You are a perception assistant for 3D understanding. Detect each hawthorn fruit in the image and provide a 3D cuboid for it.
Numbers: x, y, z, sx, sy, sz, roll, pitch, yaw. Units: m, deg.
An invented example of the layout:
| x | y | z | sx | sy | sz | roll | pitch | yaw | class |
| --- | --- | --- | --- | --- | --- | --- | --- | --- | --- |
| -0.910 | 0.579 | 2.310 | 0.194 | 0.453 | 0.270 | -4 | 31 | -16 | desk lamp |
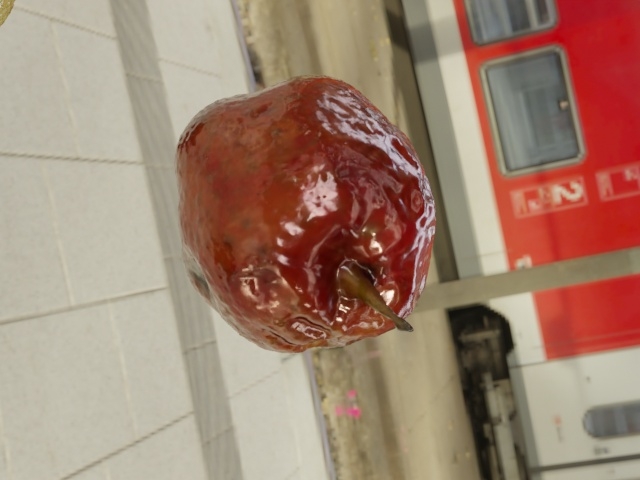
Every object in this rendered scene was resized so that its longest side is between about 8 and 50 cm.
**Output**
| x | y | z | sx | sy | sz | roll | pitch | yaw | class |
| --- | --- | --- | --- | --- | --- | --- | --- | --- | --- |
| 0.000 | 0.000 | 0.718 | 0.243 | 0.207 | 0.207 | 50 | -13 | 53 | hawthorn fruit |

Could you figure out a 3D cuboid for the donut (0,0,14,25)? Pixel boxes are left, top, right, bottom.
| x | y | z | sx | sy | sz | roll | pitch | yaw | class |
| --- | --- | --- | --- | --- | --- | --- | --- | --- | --- |
| -0.349 | -0.246 | 0.883 | 0.184 | 0.166 | 0.073 | -65 | -153 | 19 | donut |
